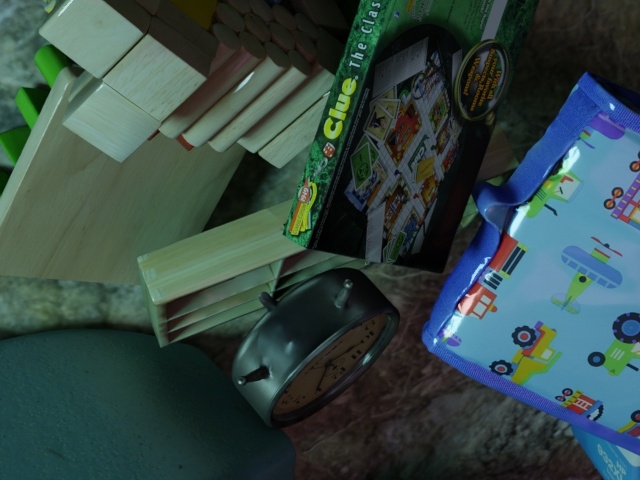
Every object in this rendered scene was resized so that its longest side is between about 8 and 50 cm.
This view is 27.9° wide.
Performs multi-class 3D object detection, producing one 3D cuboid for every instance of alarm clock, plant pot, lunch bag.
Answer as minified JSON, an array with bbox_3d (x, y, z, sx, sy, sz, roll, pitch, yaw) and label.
[{"bbox_3d":[-0.002,0.084,0.984,0.129,0.064,0.192,-42,157,-2],"label":"alarm clock"},{"bbox_3d":[-0.161,0.213,0.990,0.252,0.248,0.247,-19,132,-33],"label":"plant pot"},{"bbox_3d":[0.227,0.028,0.909,0.293,0.138,0.221,21,116,-24],"label":"lunch bag"}]

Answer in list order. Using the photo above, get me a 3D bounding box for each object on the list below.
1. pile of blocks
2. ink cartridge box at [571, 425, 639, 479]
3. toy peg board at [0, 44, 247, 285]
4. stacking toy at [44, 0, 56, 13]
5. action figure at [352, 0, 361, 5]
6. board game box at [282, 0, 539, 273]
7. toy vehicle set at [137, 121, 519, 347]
[{"bbox_3d":[-0.052,-0.116,0.831,0.113,0.149,0.362,-38,156,31],"label":"pile of blocks"},{"bbox_3d":[0.350,0.070,1.140,0.223,0.129,0.307,-15,128,-9],"label":"ink cartridge box"},{"bbox_3d":[-0.152,-0.057,0.907,0.161,0.079,0.161,6,125,-43],"label":"toy peg board"},{"bbox_3d":[-0.265,-0.145,0.804,0.221,0.052,0.167,-44,127,14],"label":"stacking toy"},{"bbox_3d":[-0.017,-0.218,0.771,0.232,0.063,0.137,15,119,-31],"label":"action figure"},{"bbox_3d":[0.070,-0.111,0.796,0.136,0.030,0.259,13,100,-44],"label":"board game box"},{"bbox_3d":[0.000,0.000,0.934,0.267,0.035,0.166,-21,169,-9],"label":"toy vehicle set"}]
